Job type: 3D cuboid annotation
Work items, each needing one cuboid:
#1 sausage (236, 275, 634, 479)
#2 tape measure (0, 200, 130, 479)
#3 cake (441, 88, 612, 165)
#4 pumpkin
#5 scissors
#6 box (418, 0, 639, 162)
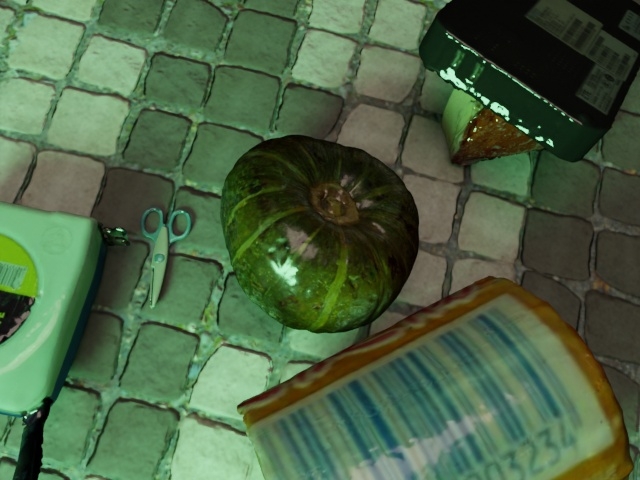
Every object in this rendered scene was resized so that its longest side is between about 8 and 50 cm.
[{"bbox_3d":[0.093,0.191,0.598,0.287,0.233,0.233,-27,77,-13],"label":"sausage"},{"bbox_3d":[-0.339,0.126,0.635,0.215,0.098,0.352,12,64,-3],"label":"tape measure"},{"bbox_3d":[0.255,-0.169,0.783,0.220,0.117,0.086,-13,66,-7],"label":"cake"},{"bbox_3d":[0.000,0.000,0.694,0.218,0.162,0.219,15,52,-20],"label":"pumpkin"},{"bbox_3d":[-0.178,0.018,0.736,0.058,0.014,0.119,4,69,-3],"label":"scissors"},{"bbox_3d":[0.268,-0.239,0.765,0.211,0.058,0.350,37,48,5],"label":"box"}]
